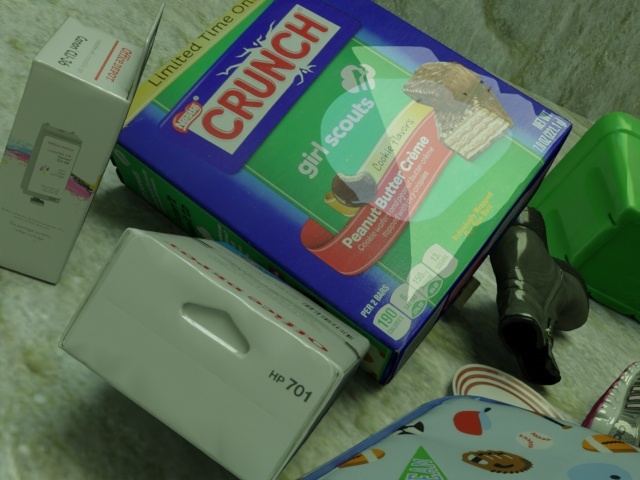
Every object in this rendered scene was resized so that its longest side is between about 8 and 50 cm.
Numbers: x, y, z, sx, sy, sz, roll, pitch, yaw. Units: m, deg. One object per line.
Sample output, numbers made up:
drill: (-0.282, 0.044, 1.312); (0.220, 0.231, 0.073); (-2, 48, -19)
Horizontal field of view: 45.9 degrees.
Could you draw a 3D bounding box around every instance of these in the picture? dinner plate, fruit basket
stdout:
dinner plate: (0.177, 0.167, 0.685); (0.141, 0.017, 0.141); (24, 25, -12)
fruit basket: (0.515, -0.041, 1.200); (0.392, 0.283, 0.392); (18, 45, -18)

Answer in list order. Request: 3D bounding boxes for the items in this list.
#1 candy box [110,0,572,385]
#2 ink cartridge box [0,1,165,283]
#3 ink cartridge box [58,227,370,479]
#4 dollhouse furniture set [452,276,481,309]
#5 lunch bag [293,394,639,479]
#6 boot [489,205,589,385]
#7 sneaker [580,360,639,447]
candy box: (0.014, -0.076, 0.683); (0.317, 0.122, 0.268); (35, 68, 15)
ink cartridge box: (-0.180, -0.084, 0.547); (0.067, 0.198, 0.115); (22, 25, -18)
ink cartridge box: (-0.051, 0.064, 0.477); (0.139, 0.082, 0.190); (34, 4, 9)
dollhouse furniture set: (0.117, -0.038, 0.850); (0.183, 0.129, 0.129); (38, 6, 0)
lunch bag: (0.094, 0.178, 0.397); (0.243, 0.115, 0.303); (10, 9, 34)
boot: (0.237, 0.088, 0.827); (0.246, 0.083, 0.161); (44, 41, -44)
sneaker: (0.319, 0.181, 0.765); (0.075, 0.063, 0.170); (40, 31, 21)
